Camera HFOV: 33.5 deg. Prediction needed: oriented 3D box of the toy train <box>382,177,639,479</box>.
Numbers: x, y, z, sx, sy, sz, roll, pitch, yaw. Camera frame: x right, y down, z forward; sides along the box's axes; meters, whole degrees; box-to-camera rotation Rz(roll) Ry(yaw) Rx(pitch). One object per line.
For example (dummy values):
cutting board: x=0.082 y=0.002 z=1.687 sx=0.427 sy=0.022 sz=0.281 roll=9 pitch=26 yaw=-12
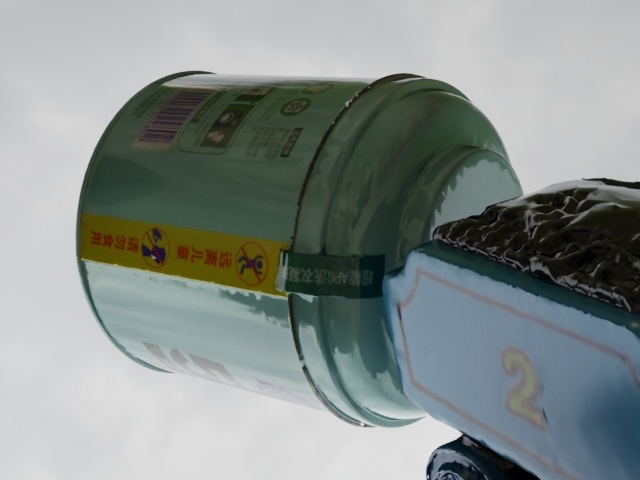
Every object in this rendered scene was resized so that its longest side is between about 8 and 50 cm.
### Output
toy train: x=0.184 y=0.103 z=0.629 sx=0.188 sy=0.265 sz=0.300 roll=-20 pitch=-160 yaw=-24

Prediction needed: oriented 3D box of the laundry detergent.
laundry detergent: x=0.000 y=0.000 z=0.902 sx=0.305 sy=0.287 sz=0.287 roll=8 pitch=-132 yaw=37
